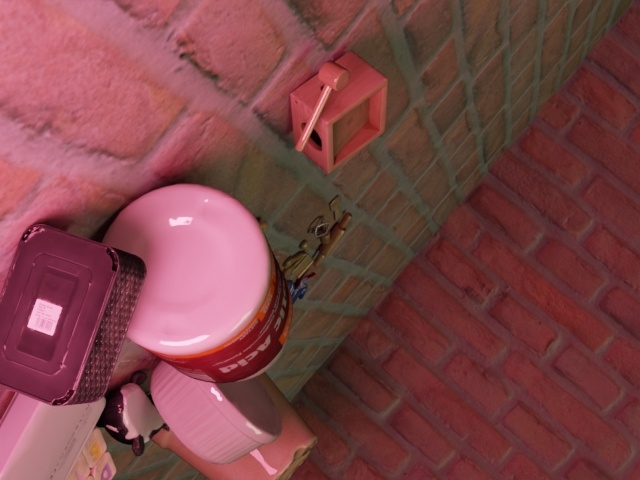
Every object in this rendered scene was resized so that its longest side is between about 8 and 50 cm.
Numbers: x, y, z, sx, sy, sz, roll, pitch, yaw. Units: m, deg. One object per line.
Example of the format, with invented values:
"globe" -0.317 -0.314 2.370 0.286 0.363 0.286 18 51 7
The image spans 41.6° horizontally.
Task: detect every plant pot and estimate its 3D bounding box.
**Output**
"plant pot" -0.185 0.426 1.914 0.334 0.305 0.334 -46 166 -14

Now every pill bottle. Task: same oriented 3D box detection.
"pill bottle" -0.158 0.086 1.223 0.224 0.224 0.392 -47 165 -9

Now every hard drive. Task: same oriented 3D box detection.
"hard drive" -0.411 0.292 1.273 0.307 0.040 0.203 96 16 -66

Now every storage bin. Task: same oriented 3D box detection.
"storage bin" -0.287 0.084 0.946 0.084 0.122 0.180 43 65 -77

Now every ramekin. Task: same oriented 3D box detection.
"ramekin" -0.208 0.303 1.614 0.127 0.273 0.273 -40 167 6

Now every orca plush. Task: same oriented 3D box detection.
"orca plush" -0.371 0.321 1.590 0.287 0.102 0.151 5 81 -85

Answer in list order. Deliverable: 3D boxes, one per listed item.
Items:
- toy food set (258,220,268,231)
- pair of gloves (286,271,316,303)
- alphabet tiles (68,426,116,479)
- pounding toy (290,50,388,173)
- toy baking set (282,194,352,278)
"toy food set" -0.133 0.000 1.517 0.083 0.020 0.082 -33 159 -50
"pair of gloves" -0.086 0.144 2.056 0.159 0.023 0.198 -55 165 30
"alphabet tiles" -0.451 0.468 1.469 0.284 0.021 0.278 -60 151 -47
"pounding toy" 0.005 -0.205 1.259 0.181 0.094 0.206 -38 154 -20
"toy baking set" 0.002 0.000 1.917 0.256 0.030 0.197 -54 165 22
